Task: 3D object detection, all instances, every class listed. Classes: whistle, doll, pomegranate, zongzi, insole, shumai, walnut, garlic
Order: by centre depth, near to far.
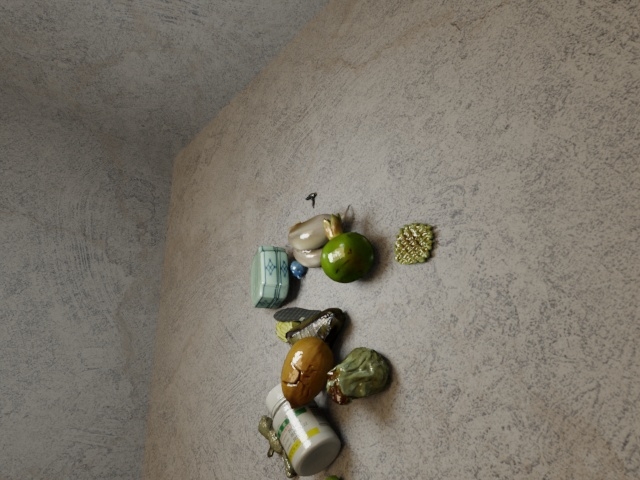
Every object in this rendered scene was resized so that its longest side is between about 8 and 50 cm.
[{"bbox_3d":[0.116,0.514,1.617,0.256,0.218,0.189,-35,65,36],"label":"shumai"},{"bbox_3d":[-0.061,0.534,1.696,0.203,0.203,0.298,11,78,50],"label":"walnut"},{"bbox_3d":[0.093,0.032,1.792,0.236,0.236,0.302,-33,80,37],"label":"pomegranate"},{"bbox_3d":[0.017,0.470,1.828,0.286,0.138,0.300,-33,67,28],"label":"zongzi"},{"bbox_3d":[-0.195,0.920,1.923,0.286,0.091,0.203,10,117,61],"label":"doll"},{"bbox_3d":[0.000,0.000,2.003,0.340,0.246,0.232,-19,106,27],"label":"garlic"},{"bbox_3d":[-0.114,0.358,2.042,0.309,0.012,0.110,-5,29,45],"label":"insole"},{"bbox_3d":[-0.120,0.126,2.131,0.090,0.090,0.158,-41,49,32],"label":"whistle"}]

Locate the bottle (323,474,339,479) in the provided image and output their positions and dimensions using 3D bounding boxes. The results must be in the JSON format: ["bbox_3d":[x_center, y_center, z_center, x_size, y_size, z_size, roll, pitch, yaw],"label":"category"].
[{"bbox_3d":[0.107,1.023,1.529,0.330,0.093,0.093,44,110,47],"label":"bottle"}]

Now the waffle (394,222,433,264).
[{"bbox_3d":[0.361,0.011,1.657,0.183,0.036,0.169,-5,71,48],"label":"waffle"}]

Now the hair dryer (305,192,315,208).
[{"bbox_3d":[-0.050,-0.203,2.222,0.079,0.031,0.083,-28,64,53],"label":"hair dryer"}]

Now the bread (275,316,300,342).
[{"bbox_3d":[-0.162,0.437,2.080,0.156,0.064,0.118,16,84,52],"label":"bread"}]

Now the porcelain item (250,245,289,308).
[{"bbox_3d":[-0.258,0.191,2.162,0.281,0.157,0.286,128,142,-55],"label":"porcelain item"}]

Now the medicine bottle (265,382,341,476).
[{"bbox_3d":[-0.084,0.763,1.756,0.339,0.208,0.208,43,109,47],"label":"medicine bottle"}]
